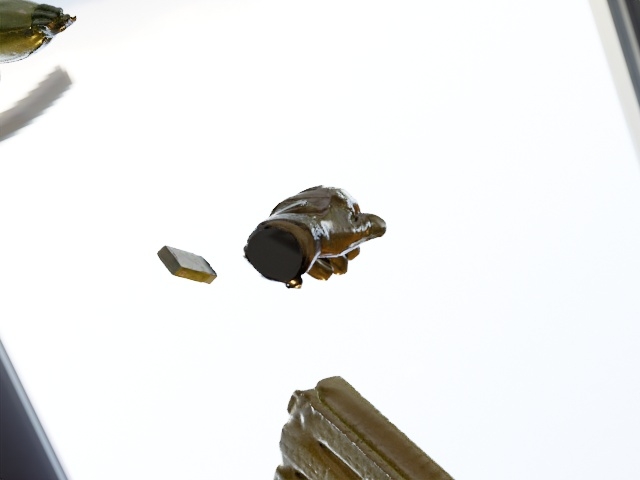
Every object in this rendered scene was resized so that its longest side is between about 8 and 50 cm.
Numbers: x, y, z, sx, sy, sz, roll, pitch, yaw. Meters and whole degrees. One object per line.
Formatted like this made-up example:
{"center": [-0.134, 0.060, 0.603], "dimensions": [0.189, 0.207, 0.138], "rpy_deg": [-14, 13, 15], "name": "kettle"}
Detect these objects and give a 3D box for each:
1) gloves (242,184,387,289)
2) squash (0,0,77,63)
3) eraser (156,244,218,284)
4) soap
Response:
{"center": [-0.011, -0.012, 2.158], "dimensions": [0.154, 0.141, 0.331], "rpy_deg": [-44, 171, 22], "name": "gloves"}
{"center": [-0.432, -0.271, 1.774], "dimensions": [0.341, 0.094, 0.094], "rpy_deg": [2, -153, 33], "name": "squash"}
{"center": [-0.153, 0.029, 1.575], "dimensions": [0.019, 0.038, 0.083], "rpy_deg": [-47, 154, 11], "name": "eraser"}
{"center": [0.073, 0.336, 1.782], "dimensions": [0.091, 0.199, 0.315], "rpy_deg": [-16, -139, -37], "name": "soap"}
